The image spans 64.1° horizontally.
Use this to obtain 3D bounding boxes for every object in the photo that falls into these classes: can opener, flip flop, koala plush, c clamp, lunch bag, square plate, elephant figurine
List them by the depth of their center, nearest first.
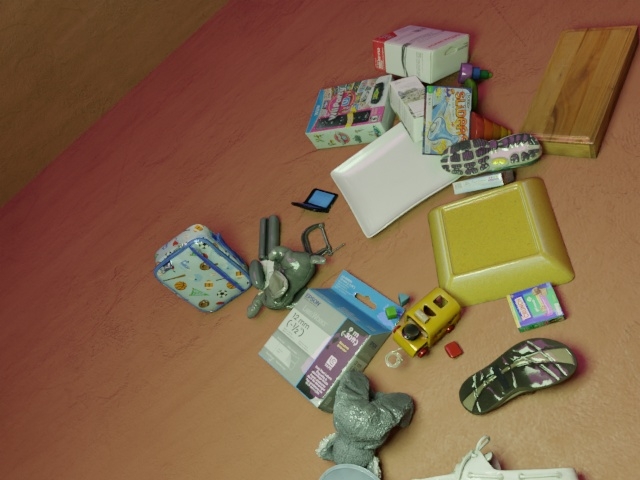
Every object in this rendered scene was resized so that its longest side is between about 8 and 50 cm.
[{"bbox_3d":[0.444,0.313,1.161,0.277,0.080,0.112,-41,50,25],"label":"flip flop"},{"bbox_3d":[0.089,0.466,1.230,0.196,0.203,0.221,23,104,18],"label":"koala plush"},{"bbox_3d":[-0.112,0.149,1.598,0.186,0.169,0.239,146,143,-74],"label":"elephant figurine"},{"bbox_3d":[0.235,-0.208,1.651,0.347,0.049,0.344,-35,49,10],"label":"square plate"},{"bbox_3d":[0.000,0.000,1.694,0.137,0.022,0.160,-37,49,14],"label":"c clamp"},{"bbox_3d":[-0.385,0.092,1.694,0.243,0.303,0.115,-32,40,13],"label":"lunch bag"},{"bbox_3d":[-0.189,0.035,1.741,0.076,0.095,0.283,-14,61,25],"label":"can opener"}]

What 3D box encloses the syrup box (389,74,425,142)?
[{"bbox_3d":[0.305,-0.430,1.657,0.093,0.096,0.236,-15,46,-3],"label":"syrup box"}]

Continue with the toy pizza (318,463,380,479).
[{"bbox_3d":[0.081,0.615,1.185,0.201,0.032,0.201,1,92,25],"label":"toy pizza"}]

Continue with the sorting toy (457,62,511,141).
[{"bbox_3d":[0.512,-0.422,1.595,0.126,0.127,0.365,3,56,2],"label":"sorting toy"}]

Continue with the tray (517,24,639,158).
[{"bbox_3d":[0.730,-0.428,1.450,0.203,0.076,0.410,15,71,39],"label":"tray"}]

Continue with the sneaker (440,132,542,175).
[{"bbox_3d":[0.482,-0.228,1.457,0.275,0.110,0.107,-2,79,25],"label":"sneaker"}]

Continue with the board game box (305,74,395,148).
[{"bbox_3d":[0.119,-0.463,1.864,0.303,0.097,0.224,-2,59,33],"label":"board game box"}]

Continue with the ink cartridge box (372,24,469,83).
[{"bbox_3d":[0.346,-0.650,1.773,0.197,0.114,0.273,-31,41,-26],"label":"ink cartridge box"}]

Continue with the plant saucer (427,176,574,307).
[{"bbox_3d":[0.451,-0.012,1.360,0.333,0.081,0.332,-18,52,23],"label":"plant saucer"}]

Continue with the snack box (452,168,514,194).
[{"bbox_3d":[0.455,-0.164,1.432,0.141,0.100,0.037,-8,99,38],"label":"snack box"}]

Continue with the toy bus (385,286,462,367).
[{"bbox_3d":[0.259,0.209,1.291,0.191,0.104,0.202,0,54,8],"label":"toy bus"}]

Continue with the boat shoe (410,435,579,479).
[{"bbox_3d":[0.342,0.492,1.065,0.367,0.136,0.156,-9,57,26],"label":"boat shoe"}]

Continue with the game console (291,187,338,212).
[{"bbox_3d":[-0.021,-0.141,1.766,0.122,0.107,0.071,19,101,41],"label":"game console"}]

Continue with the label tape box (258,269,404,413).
[{"bbox_3d":[0.030,0.258,1.426,0.249,0.115,0.347,33,84,36],"label":"label tape box"}]

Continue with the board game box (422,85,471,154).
[{"bbox_3d":[0.378,-0.355,1.531,0.136,0.035,0.201,1,91,-3],"label":"board game box"}]

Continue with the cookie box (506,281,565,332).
[{"bbox_3d":[0.516,0.161,1.229,0.107,0.040,0.091,-23,52,21],"label":"cookie box"}]
